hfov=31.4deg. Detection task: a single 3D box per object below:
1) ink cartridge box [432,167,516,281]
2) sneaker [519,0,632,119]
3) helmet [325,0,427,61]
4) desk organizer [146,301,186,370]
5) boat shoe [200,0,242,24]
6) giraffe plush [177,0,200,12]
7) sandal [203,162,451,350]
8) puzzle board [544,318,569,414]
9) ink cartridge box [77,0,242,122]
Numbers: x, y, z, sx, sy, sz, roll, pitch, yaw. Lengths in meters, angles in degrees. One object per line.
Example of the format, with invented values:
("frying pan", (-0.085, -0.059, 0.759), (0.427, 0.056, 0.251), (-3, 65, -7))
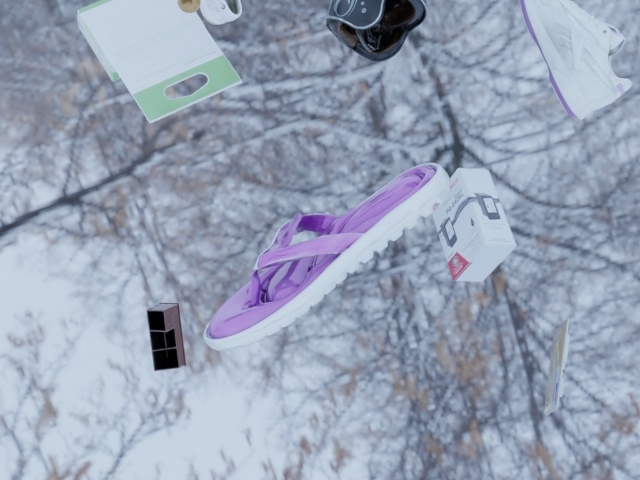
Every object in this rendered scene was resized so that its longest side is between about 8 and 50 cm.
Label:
("ink cartridge box", (0.239, -0.026, 1.811), (0.063, 0.150, 0.109), (2, 145, -26))
("sneaker", (0.462, -0.379, 2.070), (0.152, 0.305, 0.114), (-24, 174, 18))
("helmet", (0.106, -0.428, 2.079), (0.161, 0.169, 0.169), (-54, -155, -8))
("desk organizer", (-0.304, 0.191, 2.242), (0.047, 0.130, 0.050), (0, -167, 27))
("boat shoe", (-0.220, -0.590, 2.365), (0.096, 0.277, 0.098), (2, -153, 47))
("giraffe plush", (-0.144, -0.409, 1.567), (0.170, 0.210, 0.181), (-9, -142, 38))
("sandal", (-0.007, -0.001, 1.570), (0.416, 0.102, 0.169), (-36, -163, -18))
("puzzle board", (0.346, 0.186, 1.657), (0.011, 0.128, 0.096), (9, 165, 3))
("ink cartridge box", (-0.254, -0.296, 1.797), (0.171, 0.235, 0.056), (-27, 164, -20))
